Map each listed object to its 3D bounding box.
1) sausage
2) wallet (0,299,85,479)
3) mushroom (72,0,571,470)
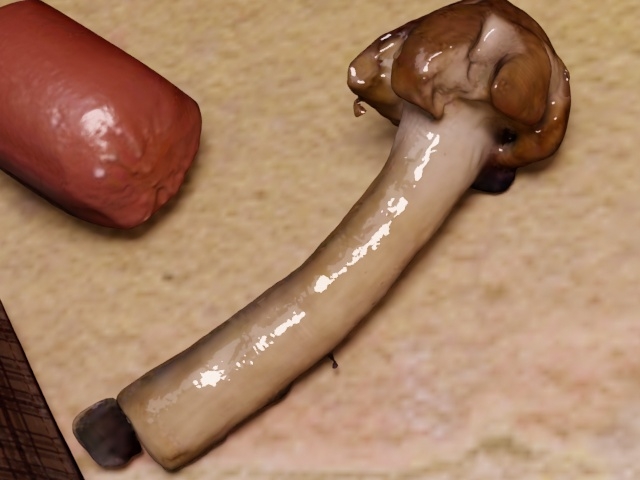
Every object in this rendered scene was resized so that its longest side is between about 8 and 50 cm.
[{"bbox_3d":[-0.083,-0.041,0.649,0.094,0.059,0.054,32,87,32],"label":"sausage"},{"bbox_3d":[-0.171,0.043,0.538,0.042,0.230,0.124,-56,44,28],"label":"wallet"},{"bbox_3d":[0.000,0.000,0.589,0.187,0.061,0.060,-46,57,-6],"label":"mushroom"}]
